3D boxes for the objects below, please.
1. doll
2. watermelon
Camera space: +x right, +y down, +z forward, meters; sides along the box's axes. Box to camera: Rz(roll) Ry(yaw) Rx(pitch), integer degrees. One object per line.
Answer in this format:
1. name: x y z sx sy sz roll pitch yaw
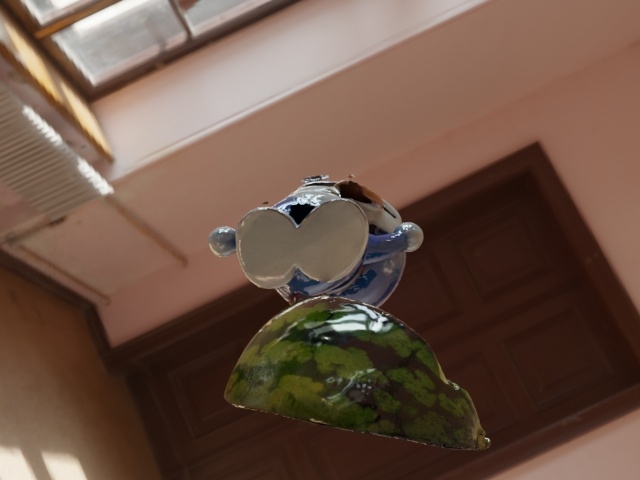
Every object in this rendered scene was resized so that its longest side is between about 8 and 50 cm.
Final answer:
1. doll: 0.000 0.000 0.921 0.257 0.215 0.161 35 62 -80
2. watermelon: 0.008 0.065 0.472 0.087 0.163 0.069 21 78 -50
